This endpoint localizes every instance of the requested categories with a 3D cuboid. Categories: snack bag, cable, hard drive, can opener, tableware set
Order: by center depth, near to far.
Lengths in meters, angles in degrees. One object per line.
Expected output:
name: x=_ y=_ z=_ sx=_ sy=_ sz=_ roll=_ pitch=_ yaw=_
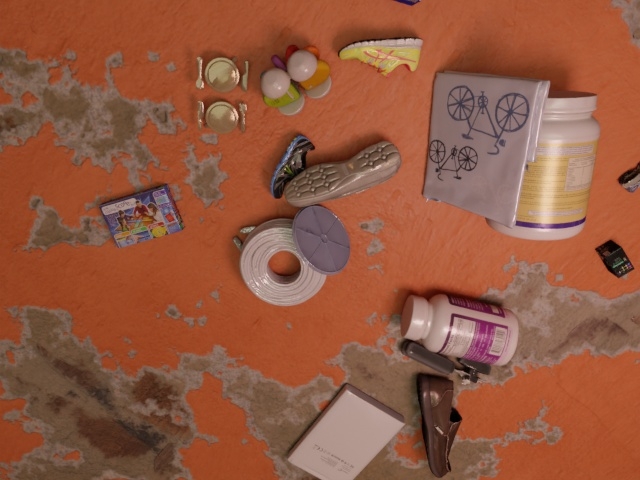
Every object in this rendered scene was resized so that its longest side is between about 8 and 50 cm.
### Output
snack bag: x=0.379 y=-0.224 z=1.232 sx=0.037 sy=0.323 sz=0.343 roll=-11 pitch=114 yaw=-30
tableware set: x=-0.255 y=-0.375 z=1.321 sx=0.128 sy=0.039 sz=0.194 roll=1 pitch=117 yaw=-11
cable: x=-0.102 y=0.062 z=1.454 sx=0.257 sy=0.089 sz=0.257 roll=-18 pitch=109 yaw=9
can opener: x=0.385 y=0.371 z=1.577 sx=0.280 sy=0.074 sz=0.093 roll=22 pitch=76 yaw=-8
hard drive: x=0.082 y=0.660 z=1.701 sx=0.233 sy=0.047 sz=0.353 roll=33 pitch=109 yaw=-10

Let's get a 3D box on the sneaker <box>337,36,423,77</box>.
sneaker: x=0.147 y=-0.447 z=1.256 sx=0.208 sy=0.081 sz=0.094 roll=-1 pitch=113 yaw=2

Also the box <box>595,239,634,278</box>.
box: x=0.825 y=0.052 z=1.432 sx=0.052 sy=0.062 sz=0.083 roll=-36 pitch=106 yaw=13

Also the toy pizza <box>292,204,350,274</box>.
toy pizza: x=0.000 y=0.000 z=1.387 sx=0.201 sy=0.201 sz=0.032 roll=47 pitch=137 yaw=-14

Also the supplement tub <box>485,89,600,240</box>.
supplement tub: x=0.540 y=-0.189 z=1.255 sx=0.241 sy=0.241 sz=0.331 roll=0 pitch=111 yaw=2

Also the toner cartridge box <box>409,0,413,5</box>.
toner cartridge box: x=0.233 y=-0.706 z=1.108 sx=0.075 sy=0.165 sz=0.348 roll=15 pitch=111 yaw=-5

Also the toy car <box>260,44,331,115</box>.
toy car: x=-0.071 y=-0.408 z=1.258 sx=0.182 sy=0.159 sz=0.136 roll=-30 pitch=73 yaw=13

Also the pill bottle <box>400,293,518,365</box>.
pill bottle: x=0.391 y=0.249 z=1.467 sx=0.301 sy=0.169 sz=0.169 roll=13 pitch=111 yaw=-3

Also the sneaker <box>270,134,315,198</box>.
sneaker: x=-0.076 y=-0.189 z=1.369 sx=0.078 sy=0.067 sz=0.188 roll=30 pitch=106 yaw=-3

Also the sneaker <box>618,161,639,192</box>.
sneaker: x=0.866 y=-0.178 z=1.355 sx=0.135 sy=0.052 sz=0.058 roll=-37 pitch=115 yaw=22

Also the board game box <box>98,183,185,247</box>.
board game box: x=-0.505 y=-0.068 z=1.448 sx=0.201 sy=0.035 sz=0.136 roll=-14 pitch=110 yaw=7

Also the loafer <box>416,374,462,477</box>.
loafer: x=0.389 y=0.594 z=1.617 sx=0.130 sy=0.134 sz=0.366 roll=-8 pitch=111 yaw=5

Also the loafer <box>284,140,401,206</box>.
loafer: x=0.062 y=-0.157 z=1.348 sx=0.319 sy=0.112 sz=0.111 roll=-18 pitch=150 yaw=5
